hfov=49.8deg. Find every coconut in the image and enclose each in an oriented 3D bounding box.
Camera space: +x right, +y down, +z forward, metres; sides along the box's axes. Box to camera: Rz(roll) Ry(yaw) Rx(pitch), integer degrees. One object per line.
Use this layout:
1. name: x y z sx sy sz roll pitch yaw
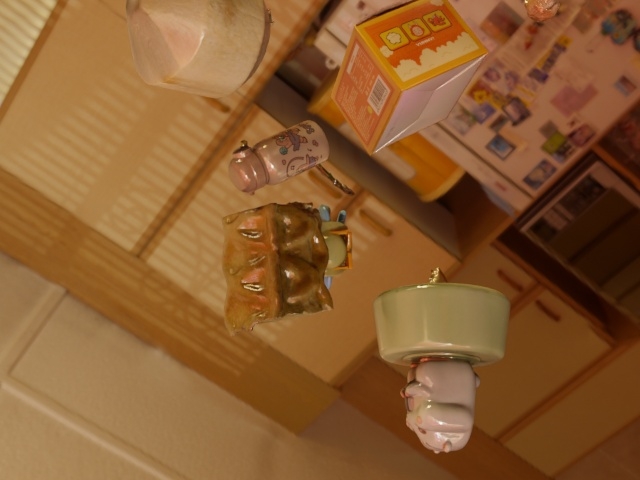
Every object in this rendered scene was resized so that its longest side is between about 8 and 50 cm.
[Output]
1. coconut: -0.273 -0.456 1.465 0.322 0.323 0.323 33 -154 -19

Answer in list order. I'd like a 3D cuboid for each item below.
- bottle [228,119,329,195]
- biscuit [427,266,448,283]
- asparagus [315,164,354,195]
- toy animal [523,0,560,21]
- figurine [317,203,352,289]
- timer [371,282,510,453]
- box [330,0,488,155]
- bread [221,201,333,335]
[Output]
1. bottle: -0.092 -0.175 1.419 0.209 0.110 0.097 -28 -157 -26
2. biscuit: 0.312 0.211 2.001 0.299 0.045 0.154 -54 -42 -42
3. asparagus: -0.002 -0.203 1.884 0.248 0.024 0.025 44 162 7
4. toy animal: 0.568 -0.645 1.744 0.104 0.185 0.184 26 -149 14
5. figurine: -0.004 0.001 1.669 0.153 0.180 0.262 26 -169 -25
6. timer: 0.246 0.273 1.418 0.290 0.290 0.316 20 -115 -39
7. box: 0.197 -0.399 1.652 0.259 0.283 0.214 -29 -104 -22
8. bread: -0.093 0.057 1.453 0.238 0.196 0.252 -6 -102 -28
